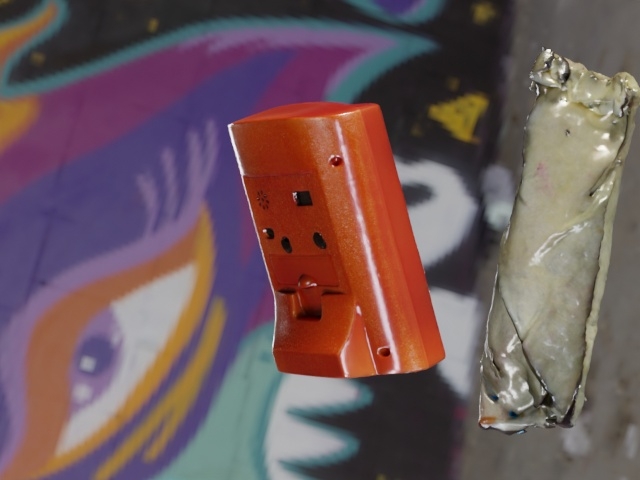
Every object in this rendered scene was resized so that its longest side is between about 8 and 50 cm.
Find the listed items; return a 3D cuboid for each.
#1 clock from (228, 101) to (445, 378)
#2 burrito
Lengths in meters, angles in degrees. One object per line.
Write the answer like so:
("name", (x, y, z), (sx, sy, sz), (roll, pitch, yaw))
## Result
("clock", (0.000, 0.000, 1.022), (0.113, 0.061, 0.155), (-1, 106, 55))
("burrito", (0.104, 0.004, 0.804), (0.042, 0.051, 0.171), (13, -92, -70))
